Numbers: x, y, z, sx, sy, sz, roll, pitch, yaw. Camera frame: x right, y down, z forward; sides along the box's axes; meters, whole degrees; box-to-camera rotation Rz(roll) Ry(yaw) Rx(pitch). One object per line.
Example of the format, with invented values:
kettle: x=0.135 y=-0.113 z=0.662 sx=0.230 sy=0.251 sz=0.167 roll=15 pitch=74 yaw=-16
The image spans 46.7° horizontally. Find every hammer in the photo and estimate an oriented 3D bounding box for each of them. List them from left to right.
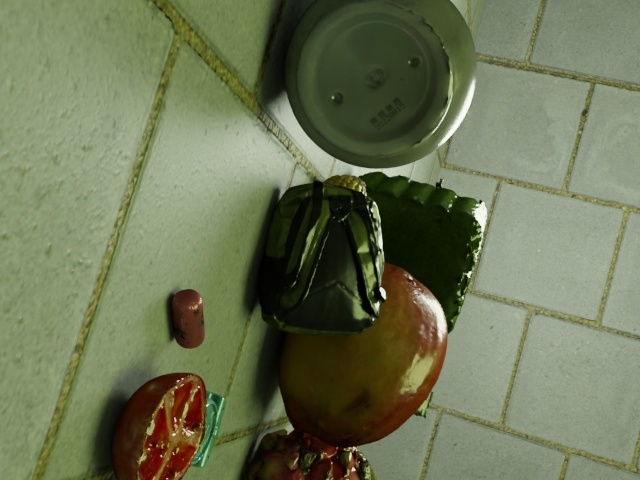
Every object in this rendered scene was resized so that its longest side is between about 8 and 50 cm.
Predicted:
hammer: x=-0.166 y=0.098 z=0.934 sx=0.043 sy=0.043 sz=0.083 roll=-59 pitch=157 yaw=-48

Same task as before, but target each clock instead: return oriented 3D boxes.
clock: x=-0.182 y=0.260 z=1.023 sx=0.147 sy=0.045 sz=0.108 roll=51 pitch=53 yaw=-72

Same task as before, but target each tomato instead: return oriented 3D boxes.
tomato: x=-0.197 y=0.221 z=0.873 sx=0.155 sy=0.069 sz=0.155 roll=14 pitch=90 yaw=-72

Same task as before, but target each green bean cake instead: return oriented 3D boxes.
green bean cake: x=0.183 y=0.022 z=1.639 sx=0.218 sy=0.319 sz=0.335 roll=-43 pitch=149 yaw=-70

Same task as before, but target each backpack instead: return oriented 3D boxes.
backpack: x=0.006 y=0.030 z=1.211 sx=0.140 sy=0.207 sz=0.253 roll=-170 pitch=-96 yaw=-69

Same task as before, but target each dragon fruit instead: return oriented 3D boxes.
dragon fruit: x=-0.028 y=0.503 z=1.482 sx=0.291 sy=0.269 sz=0.250 roll=57 pitch=46 yaw=-22

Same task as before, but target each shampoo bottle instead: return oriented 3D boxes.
shampoo bottle: x=0.091 y=-0.250 z=1.090 sx=0.266 sy=0.273 sz=0.273 roll=-60 pitch=160 yaw=-67

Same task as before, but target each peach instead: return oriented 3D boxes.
peach: x=0.070 y=0.215 z=1.414 sx=0.290 sy=0.373 sz=0.372 roll=60 pitch=44 yaw=-46

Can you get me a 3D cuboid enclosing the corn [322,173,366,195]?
corn: x=0.000 y=0.000 z=1.364 sx=0.106 sy=0.106 sz=0.293 roll=81 pitch=31 yaw=-57

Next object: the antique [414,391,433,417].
antique: x=0.139 y=0.362 z=1.862 sx=0.125 sy=0.284 sz=0.150 roll=52 pitch=56 yaw=-72
